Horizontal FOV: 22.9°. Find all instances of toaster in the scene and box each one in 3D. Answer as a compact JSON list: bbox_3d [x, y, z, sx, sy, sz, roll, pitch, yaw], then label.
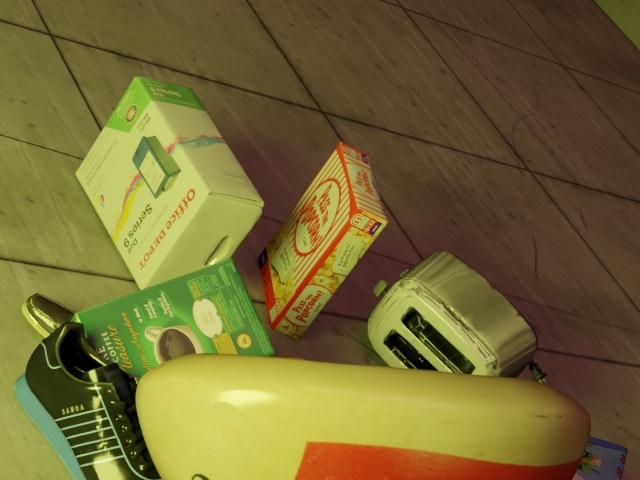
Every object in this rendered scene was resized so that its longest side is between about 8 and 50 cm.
[{"bbox_3d":[0.165,0.124,1.965,0.227,0.129,0.146,45,30,13],"label":"toaster"}]

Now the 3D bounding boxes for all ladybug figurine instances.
[{"bbox_3d":[0.047,0.196,1.447,0.449,0.162,0.305,6,-6,-22],"label":"ladybug figurine"}]

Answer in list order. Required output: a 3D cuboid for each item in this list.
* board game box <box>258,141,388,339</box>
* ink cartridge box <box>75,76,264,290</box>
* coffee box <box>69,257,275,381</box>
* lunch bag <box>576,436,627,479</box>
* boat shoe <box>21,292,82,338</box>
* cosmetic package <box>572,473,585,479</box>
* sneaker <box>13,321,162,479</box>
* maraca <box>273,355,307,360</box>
[{"bbox_3d":[0.000,0.000,1.885,0.045,0.193,0.147,25,27,-24],"label":"board game box"},{"bbox_3d":[-0.175,-0.060,1.812,0.093,0.154,0.212,9,37,-45],"label":"ink cartridge box"},{"bbox_3d":[-0.148,0.098,1.579,0.184,0.040,0.113,-21,80,-29],"label":"coffee box"},{"bbox_3d":[0.169,0.262,1.750,0.293,0.138,0.221,29,29,5],"label":"lunch bag"},{"bbox_3d":[-0.229,0.094,1.601,0.152,0.049,0.056,33,24,-9],"label":"boat shoe"},{"bbox_3d":[0.180,0.244,1.629,0.099,0.060,0.239,-29,52,-34],"label":"cosmetic package"},{"bbox_3d":[-0.190,0.177,1.461,0.232,0.090,0.081,45,26,18],"label":"sneaker"},{"bbox_3d":[-0.047,0.188,1.622,0.127,0.099,0.186,33,42,7],"label":"maraca"}]
